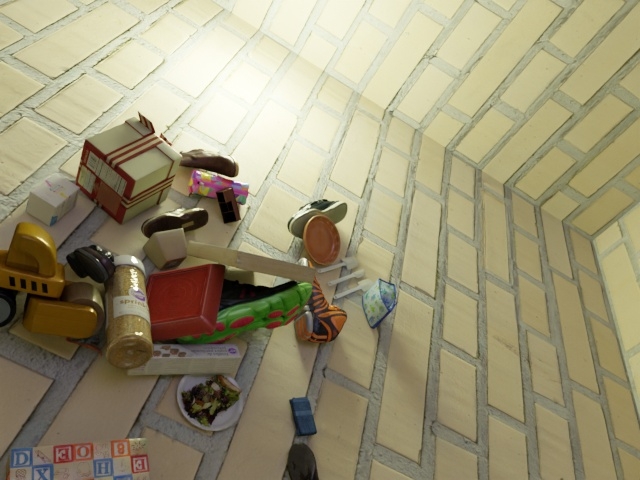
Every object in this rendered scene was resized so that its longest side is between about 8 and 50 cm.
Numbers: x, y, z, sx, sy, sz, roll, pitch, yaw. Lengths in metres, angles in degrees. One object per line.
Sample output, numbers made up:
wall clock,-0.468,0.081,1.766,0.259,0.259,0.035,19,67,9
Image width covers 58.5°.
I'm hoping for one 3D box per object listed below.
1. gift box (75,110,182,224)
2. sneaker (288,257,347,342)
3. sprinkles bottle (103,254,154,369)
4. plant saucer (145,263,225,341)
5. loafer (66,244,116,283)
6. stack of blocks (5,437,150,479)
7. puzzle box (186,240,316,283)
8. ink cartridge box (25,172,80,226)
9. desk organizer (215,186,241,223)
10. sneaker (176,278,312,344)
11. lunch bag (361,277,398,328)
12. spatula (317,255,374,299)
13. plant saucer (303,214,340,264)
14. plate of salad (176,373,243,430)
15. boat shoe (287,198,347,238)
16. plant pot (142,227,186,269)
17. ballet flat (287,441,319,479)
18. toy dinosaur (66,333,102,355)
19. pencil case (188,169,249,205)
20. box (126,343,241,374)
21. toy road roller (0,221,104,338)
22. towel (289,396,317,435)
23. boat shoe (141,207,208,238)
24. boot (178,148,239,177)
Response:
gift box,-0.645,-0.259,1.921,0.276,0.255,0.258,44,41,3
sneaker,-0.010,0.222,2.043,0.180,0.124,0.321,15,54,-31
sprinkles bottle,-0.538,0.190,1.587,0.121,0.121,0.355,11,31,-29
plant saucer,-0.423,0.172,1.687,0.259,0.048,0.258,-10,44,10
loafer,-0.626,0.050,1.595,0.095,0.302,0.109,-38,111,-31
stack of blocks,-0.546,0.559,1.298,0.297,0.087,0.171,7,47,-32
puzzle box,-0.235,0.065,1.827,0.272,0.409,0.052,15,86,-32
ink cartridge box,-0.827,-0.132,1.781,0.090,0.092,0.143,32,37,-5
desk organizer,-0.343,-0.129,2.125,0.050,0.047,0.130,-32,116,-46
sneaker,-0.237,0.185,1.803,0.482,0.185,0.202,-11,51,-31
lunch bag,0.227,0.244,2.176,0.096,0.129,0.151,22,40,-17
spatula,0.099,0.147,2.270,0.242,0.019,0.168,-15,67,-44
plant saucer,0.000,0.000,2.262,0.200,0.037,0.200,12,73,-44
plate of salad,-0.309,0.444,1.629,0.199,0.048,0.200,21,41,-20
boat shoe,-0.033,-0.104,2.349,0.113,0.127,0.340,25,37,34
plant pot,-0.497,0.034,1.862,0.109,0.109,0.096,-14,71,-44
ballet flat,-0.030,0.688,1.595,0.084,0.058,0.250,-20,52,-7
toy dinosaur,-0.644,0.275,1.552,0.082,0.047,0.090,-12,70,-20
pencil case,-0.388,-0.200,2.180,0.236,0.104,0.104,9,46,-30
box,-0.390,0.340,1.637,0.324,0.067,0.063,5,27,-29
toy road roller,-0.709,0.098,1.471,0.329,0.241,0.202,17,8,-29
towel,-0.053,0.537,1.744,0.067,0.029,0.119,8,46,-31
boat shoe,-0.513,-0.060,1.967,0.095,0.095,0.257,17,21,37
boot,-0.450,-0.290,2.187,0.206,0.090,0.248,-11,28,-38
